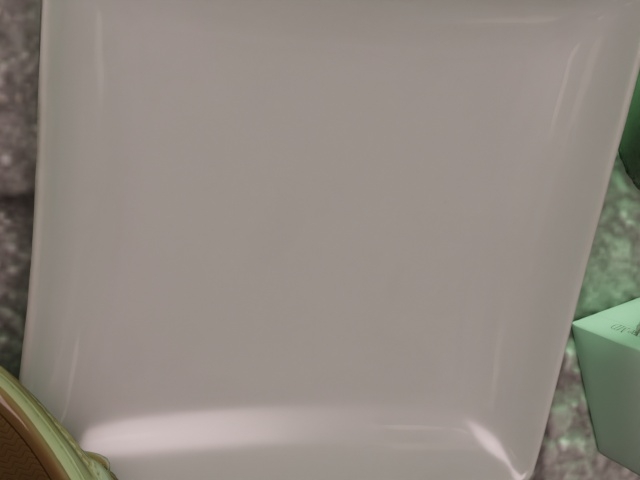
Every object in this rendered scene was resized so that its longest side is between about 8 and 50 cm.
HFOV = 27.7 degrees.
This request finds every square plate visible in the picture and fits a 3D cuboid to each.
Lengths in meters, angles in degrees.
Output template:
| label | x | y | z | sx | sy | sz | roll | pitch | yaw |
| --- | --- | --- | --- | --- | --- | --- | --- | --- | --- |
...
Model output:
| label | x | y | z | sx | sy | sz | roll | pitch | yaw |
| --- | --- | --- | --- | --- | --- | --- | --- | --- | --- |
| square plate | 0.000 | 0.000 | 0.759 | 0.344 | 0.049 | 0.347 | 1 | 114 | -19 |

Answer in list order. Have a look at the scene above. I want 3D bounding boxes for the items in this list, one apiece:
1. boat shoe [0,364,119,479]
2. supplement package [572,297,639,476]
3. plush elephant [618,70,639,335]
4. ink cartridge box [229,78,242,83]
| label | x | y | z | sx | sy | sz | roll | pitch | yaw |
| --- | --- | --- | --- | --- | --- | --- | --- | --- | --- |
| boat shoe | -0.151 | 0.166 | 0.713 | 0.109 | 0.098 | 0.302 | -16 | 123 | 8 |
| supplement package | 0.280 | 0.085 | 0.877 | 0.179 | 0.105 | 0.105 | -18 | 105 | -16 |
| plush elephant | 0.327 | -0.084 | 0.788 | 0.255 | 0.272 | 0.330 | 2 | 98 | -27 |
| ink cartridge box | -0.032 | -0.190 | 0.748 | 0.104 | 0.061 | 0.181 | -15 | 104 | -15 |
